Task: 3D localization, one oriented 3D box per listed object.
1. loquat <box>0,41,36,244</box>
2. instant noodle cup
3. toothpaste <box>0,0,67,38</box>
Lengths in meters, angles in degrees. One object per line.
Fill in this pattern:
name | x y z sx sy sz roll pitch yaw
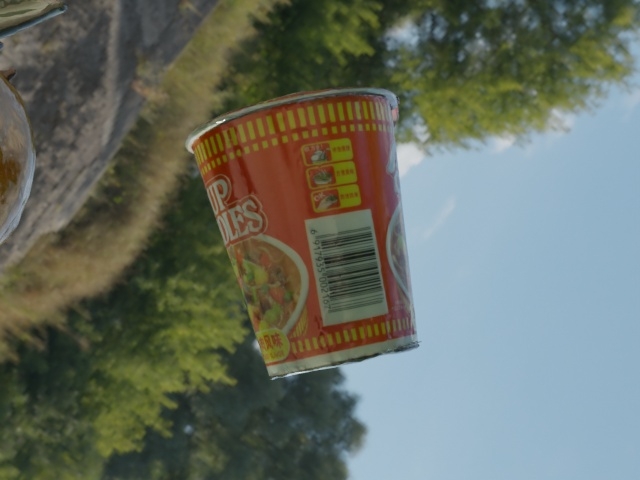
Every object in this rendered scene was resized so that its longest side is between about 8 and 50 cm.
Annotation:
loquat | -0.353 -0.072 0.906 0.193 0.238 0.238 2 -132 33
instant noodle cup | 0.000 0.000 0.895 0.193 0.212 0.193 -13 174 -1
toothpaste | -0.210 -0.123 0.436 0.268 0.069 0.047 29 -78 35
